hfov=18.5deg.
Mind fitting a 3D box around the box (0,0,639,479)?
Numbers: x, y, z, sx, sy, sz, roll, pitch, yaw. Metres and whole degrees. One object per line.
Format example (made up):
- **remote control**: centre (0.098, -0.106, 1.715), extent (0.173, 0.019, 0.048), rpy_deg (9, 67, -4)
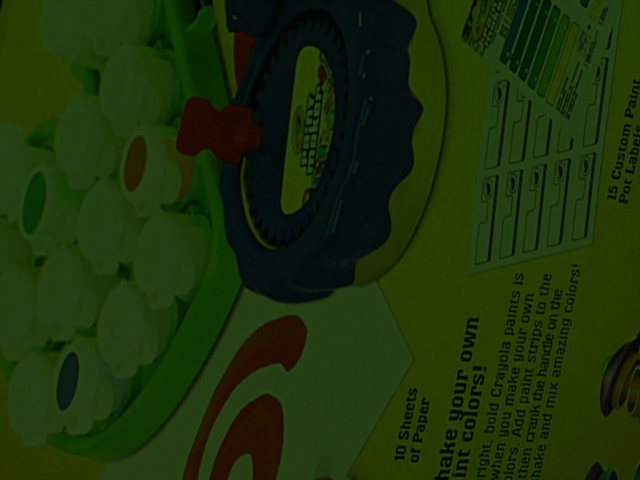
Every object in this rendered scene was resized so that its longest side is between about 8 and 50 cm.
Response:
- **box**: centre (-0.041, -0.049, 0.446), extent (0.279, 0.290, 0.177), rpy_deg (8, 4, -43)
